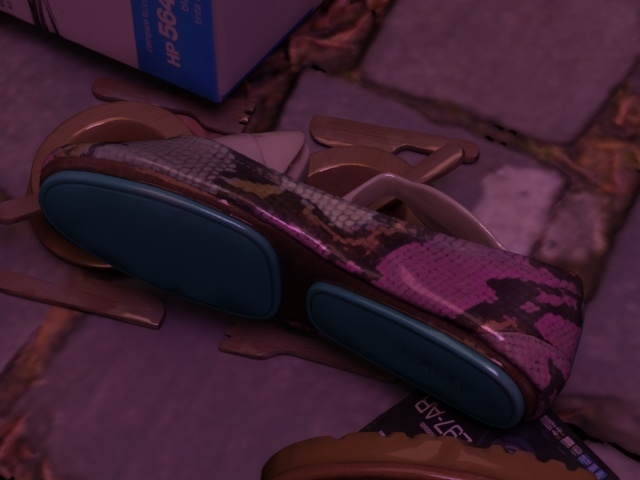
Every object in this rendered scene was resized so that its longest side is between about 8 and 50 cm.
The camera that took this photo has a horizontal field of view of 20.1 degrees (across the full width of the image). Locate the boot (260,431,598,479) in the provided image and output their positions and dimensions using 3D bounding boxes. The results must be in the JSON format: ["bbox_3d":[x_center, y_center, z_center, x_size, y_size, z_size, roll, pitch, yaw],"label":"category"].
[{"bbox_3d":[0.067,0.207,0.557,0.236,0.089,0.270,14,58,2],"label":"boot"}]

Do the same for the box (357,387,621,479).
[{"bbox_3d":[0.065,0.088,0.700,0.067,0.018,0.083,-33,58,-16],"label":"box"}]

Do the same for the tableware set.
[{"bbox_3d":[-0.039,-0.019,0.775,0.194,0.039,0.128,12,58,15],"label":"tableware set"}]

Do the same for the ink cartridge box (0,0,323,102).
[{"bbox_3d":[-0.090,-0.169,0.848,0.203,0.086,0.148,24,52,22],"label":"ink cartridge box"}]

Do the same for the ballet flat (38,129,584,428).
[{"bbox_3d":[0.000,0.000,0.710,0.221,0.077,0.079,22,57,13],"label":"ballet flat"}]
